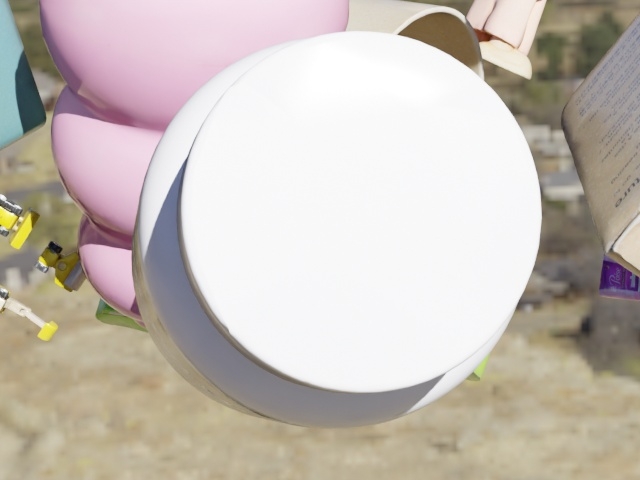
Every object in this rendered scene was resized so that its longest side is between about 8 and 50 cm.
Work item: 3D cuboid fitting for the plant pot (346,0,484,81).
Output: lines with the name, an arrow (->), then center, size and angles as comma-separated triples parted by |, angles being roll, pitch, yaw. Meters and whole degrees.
plant pot -> -0.035, -0.121, 1.620 | 0.274, 0.256, 0.256 | 22, 28, 29

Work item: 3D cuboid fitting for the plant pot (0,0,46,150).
plant pot -> -0.313, -0.110, 1.231 | 0.166, 0.165, 0.234 | -15, 15, 9

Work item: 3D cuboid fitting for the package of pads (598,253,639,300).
package of pads -> 0.346, 0.041, 1.962 | 0.083, 0.050, 0.032 | 6, 0, 29

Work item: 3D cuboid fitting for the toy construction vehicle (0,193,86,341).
toy construction vehicle -> -0.225, 0.019, 1.348 | 0.098, 0.086, 0.035 | 30, 4, -5

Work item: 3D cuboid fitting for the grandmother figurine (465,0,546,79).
grandmother figurine -> 0.249, -0.358, 1.992 | 0.104, 0.342, 0.208 | 19, 10, -38

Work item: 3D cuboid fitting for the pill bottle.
pill bottle -> 0.000, 0.000, 0.739 | 0.153, 0.153, 0.265 | -6, -4, -7

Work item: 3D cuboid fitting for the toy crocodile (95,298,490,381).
toy crocodile -> -0.022, 0.059, 1.516 | 0.341, 0.115, 0.105 | 3, -26, 12

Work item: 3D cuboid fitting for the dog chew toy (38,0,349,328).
dog chew toy -> -0.094, -0.087, 1.238 | 0.207, 0.332, 0.206 | 6, 28, -3

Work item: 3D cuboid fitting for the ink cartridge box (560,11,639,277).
ink cartridge box -> 0.203, -0.089, 0.694 | 0.088, 0.234, 0.193 | 36, 17, -11
